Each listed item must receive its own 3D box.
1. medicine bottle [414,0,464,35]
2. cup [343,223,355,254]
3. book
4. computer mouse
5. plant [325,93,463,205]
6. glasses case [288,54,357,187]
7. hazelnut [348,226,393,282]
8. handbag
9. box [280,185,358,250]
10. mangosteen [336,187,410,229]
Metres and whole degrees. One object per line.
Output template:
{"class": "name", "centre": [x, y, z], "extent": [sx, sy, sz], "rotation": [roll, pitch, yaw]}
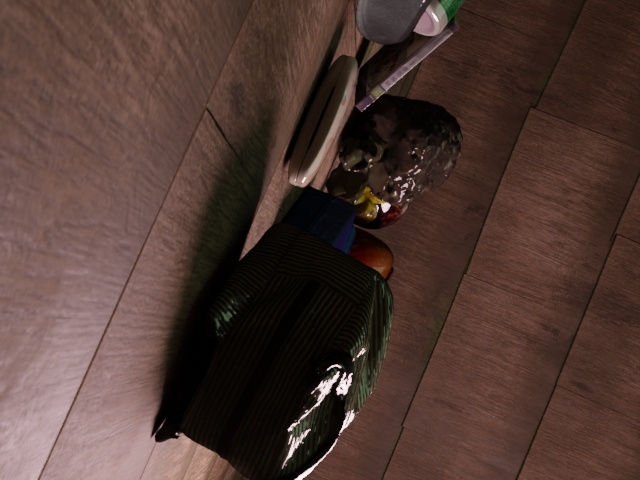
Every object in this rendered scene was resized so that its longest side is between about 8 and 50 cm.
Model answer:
{"class": "medicine bottle", "centre": [0.223, -0.484, 1.553], "extent": [0.274, 0.133, 0.133], "rotation": [-53, 173, -9]}
{"class": "cup", "centre": [0.009, 0.005, 1.964], "extent": [0.150, 0.113, 0.138], "rotation": [111, 3, -50]}
{"class": "book", "centre": [0.150, -0.341, 1.659], "extent": [0.231, 0.026, 0.157], "rotation": [-38, -157, 26]}
{"class": "computer mouse", "centre": [0.120, -0.396, 1.245], "extent": [0.374, 0.114, 0.203], "rotation": [125, -12, -72]}
{"class": "plant", "centre": [0.142, -0.196, 2.032], "extent": [0.312, 0.213, 0.215], "rotation": [-13, 136, -38]}
{"class": "glasses case", "centre": [0.004, -0.174, 1.361], "extent": [0.081, 0.051, 0.204], "rotation": [6, 107, -84]}
{"class": "hazelnut", "centre": [0.056, 0.061, 2.201], "extent": [0.233, 0.218, 0.218], "rotation": [-24, -148, 49]}
{"class": "handbag", "centre": [-0.063, 0.172, 1.238], "extent": [0.240, 0.247, 0.341], "rotation": [-38, 156, -57]}
{"class": "box", "centre": [-0.048, 0.076, 1.676], "extent": [0.279, 0.116, 0.262], "rotation": [-55, 168, -62]}
{"class": "mangosteen", "centre": [0.115, -0.110, 2.237], "extent": [0.217, 0.192, 0.192], "rotation": [-36, 152, -54]}
